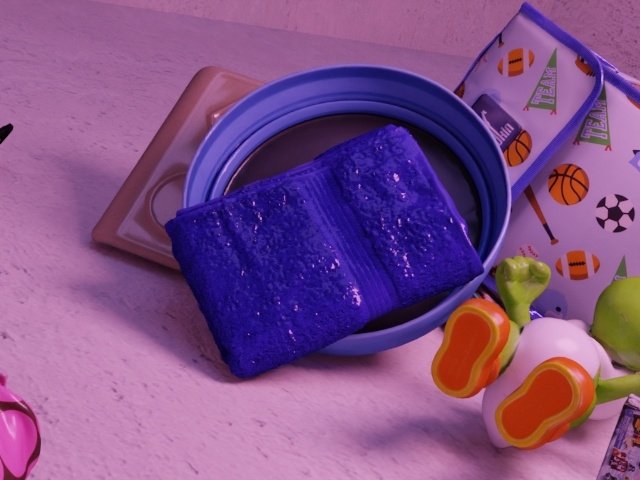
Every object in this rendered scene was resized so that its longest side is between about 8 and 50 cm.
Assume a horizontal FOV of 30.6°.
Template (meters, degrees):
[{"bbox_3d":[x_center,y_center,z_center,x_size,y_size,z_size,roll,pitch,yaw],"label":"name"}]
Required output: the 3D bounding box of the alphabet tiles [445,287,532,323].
[{"bbox_3d":[0.216,0.074,1.675,0.342,0.011,0.285,23,21,23],"label":"alphabet tiles"}]

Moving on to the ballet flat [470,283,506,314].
[{"bbox_3d":[0.184,0.064,1.569,0.079,0.077,0.221,25,15,-35],"label":"ballet flat"}]

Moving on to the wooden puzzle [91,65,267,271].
[{"bbox_3d":[-0.078,-0.061,1.538,0.348,0.080,0.322,17,57,16],"label":"wooden puzzle"}]

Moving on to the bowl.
[{"bbox_3d":[0.031,-0.041,1.410,0.391,0.077,0.391,-2,59,4],"label":"bowl"}]

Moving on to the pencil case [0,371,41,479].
[{"bbox_3d":[-0.284,0.177,0.855,0.095,0.098,0.209,17,19,4],"label":"pencil case"}]

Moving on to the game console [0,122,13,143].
[{"bbox_3d":[-0.499,-0.132,1.619,0.071,0.107,0.122,42,17,-8],"label":"game console"}]

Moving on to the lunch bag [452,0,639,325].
[{"bbox_3d":[0.318,-0.075,1.525,0.385,0.328,0.239,40,15,10],"label":"lunch bag"}]

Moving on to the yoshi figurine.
[{"bbox_3d":[0.286,0.108,1.248,0.203,0.203,0.362,-11,-7,34],"label":"yoshi figurine"}]

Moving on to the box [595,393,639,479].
[{"bbox_3d":[0.317,0.226,1.119,0.094,0.137,0.027,22,26,22],"label":"box"}]

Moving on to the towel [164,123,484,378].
[{"bbox_3d":[0.000,0.000,1.299,0.308,0.076,0.227,-24,59,-10],"label":"towel"}]
